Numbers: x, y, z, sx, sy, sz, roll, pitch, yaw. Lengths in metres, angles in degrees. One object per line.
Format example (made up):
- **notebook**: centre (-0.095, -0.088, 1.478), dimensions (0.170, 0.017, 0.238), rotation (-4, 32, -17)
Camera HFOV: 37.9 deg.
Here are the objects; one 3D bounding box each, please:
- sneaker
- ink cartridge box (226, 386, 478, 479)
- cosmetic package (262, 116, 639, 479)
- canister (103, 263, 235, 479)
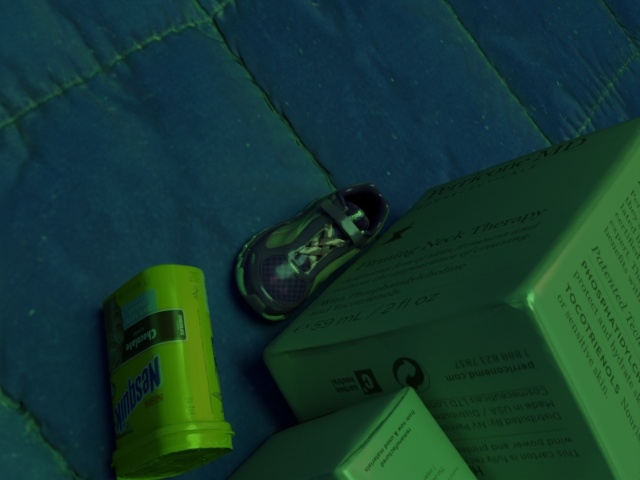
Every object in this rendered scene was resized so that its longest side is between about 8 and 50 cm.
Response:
- **sneaker**: centre (0.000, 0.000, 1.053), dimensions (0.095, 0.104, 0.236), rotation (55, 45, -6)
- **ink cartridge box**: centre (0.067, 0.310, 0.860), dimensions (0.306, 0.226, 0.131), rotation (54, 46, -7)
- **cosmetic package**: centre (0.222, 0.123, 0.994), dimensions (0.394, 0.329, 0.327), rotation (-42, 107, -46)
- **canister**: centre (-0.144, 0.120, 0.848), dimensions (0.073, 0.126, 0.170), rotation (8, 61, -39)
